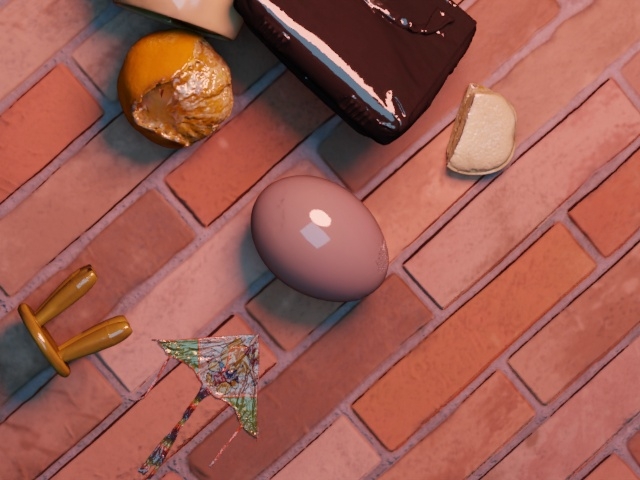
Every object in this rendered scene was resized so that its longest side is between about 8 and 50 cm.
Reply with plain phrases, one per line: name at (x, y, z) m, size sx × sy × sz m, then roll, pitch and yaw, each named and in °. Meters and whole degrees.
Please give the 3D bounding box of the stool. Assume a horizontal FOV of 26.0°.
stool at (-0.314, 0.102, 1.777) m, size 0.110 × 0.134 × 0.135 m, roll -33°, pitch 142°, yaw -6°

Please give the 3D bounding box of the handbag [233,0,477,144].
handbag at (0.046, -0.276, 1.729) m, size 0.275 × 0.088 × 0.244 m, roll 40°, pitch 59°, yaw -7°

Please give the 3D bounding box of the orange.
orange at (-0.185, -0.188, 1.753) m, size 0.156 × 0.134 × 0.157 m, roll 11°, pitch 127°, yaw 15°

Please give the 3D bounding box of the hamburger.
hamburger at (0.222, -0.142, 1.862) m, size 0.084 × 0.054 × 0.121 m, roll 19°, pitch 94°, yaw -13°

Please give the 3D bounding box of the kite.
kite at (-0.166, 0.214, 1.855) m, size 0.198 × 0.006 × 0.244 m, roll 41°, pitch 88°, yaw -9°

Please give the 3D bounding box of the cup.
cup at (-0.184, -0.380, 1.757) m, size 0.173 × 0.255 × 0.202 m, roll 14°, pitch 94°, yaw -51°

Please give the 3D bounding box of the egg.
egg at (0.000, 0.000, 1.792) m, size 0.198 × 0.146 × 0.146 m, roll 41°, pitch 88°, yaw -15°
